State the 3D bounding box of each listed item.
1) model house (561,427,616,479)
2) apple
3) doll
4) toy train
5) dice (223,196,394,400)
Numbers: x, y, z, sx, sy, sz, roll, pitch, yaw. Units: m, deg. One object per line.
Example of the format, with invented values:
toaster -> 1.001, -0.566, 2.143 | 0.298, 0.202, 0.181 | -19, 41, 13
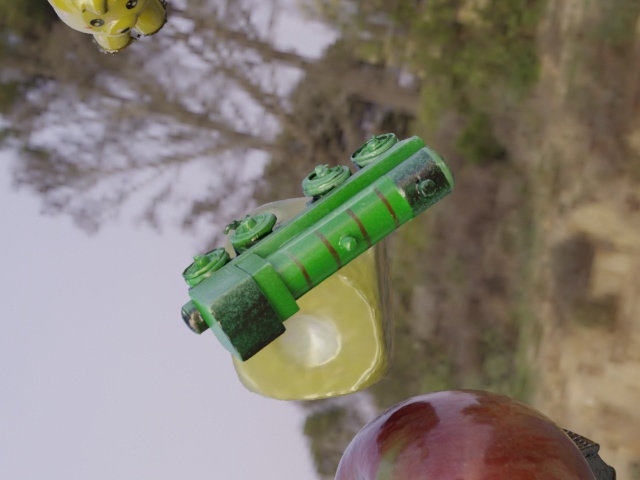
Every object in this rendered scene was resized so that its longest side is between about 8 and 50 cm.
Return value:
model house -> 0.288, 0.286, 2.285 | 0.106, 0.165, 0.152 | -60, -40, -19
apple -> 0.157, 0.313, 1.900 | 0.345, 0.270, 0.344 | -173, 90, -76
doll -> -0.221, -0.268, 1.829 | 0.221, 0.143, 0.135 | 43, -157, -77
toy train -> 0.000, 0.000, 1.466 | 0.085, 0.251, 0.119 | 58, 170, -17
dice -> -0.011, 0.060, 1.954 | 0.169, 0.169, 0.166 | -83, -13, -61
